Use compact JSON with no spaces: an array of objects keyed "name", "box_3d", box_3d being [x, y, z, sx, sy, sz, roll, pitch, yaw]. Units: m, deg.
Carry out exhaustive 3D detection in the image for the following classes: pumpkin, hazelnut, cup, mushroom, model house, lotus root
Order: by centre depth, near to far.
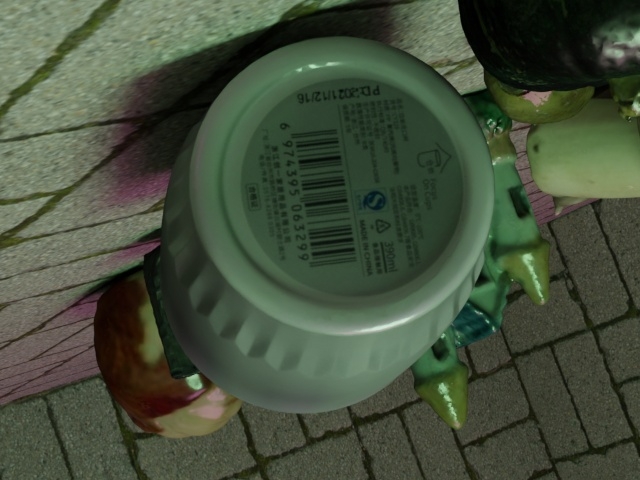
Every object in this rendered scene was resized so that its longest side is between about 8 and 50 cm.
[{"name":"pumpkin","box_3d":[0.183,-0.151,0.776,0.211,0.152,0.211,-15,172,-2]},{"name":"cup","box_3d":[0.000,0.000,1.019,0.253,0.253,0.371,-20,172,-9]},{"name":"lotus root","box_3d":[0.182,-0.144,1.112,0.077,0.090,0.183,-11,-179,25]},{"name":"mushroom","box_3d":[0.383,-0.102,1.311,0.336,0.314,0.314,3,-171,37]},{"name":"model house","box_3d":[0.112,0.038,1.373,0.267,0.325,0.194,-17,174,-31]},{"name":"hazelnut","box_3d":[-0.194,0.125,1.764,0.241,0.261,0.261,14,-165,34]}]

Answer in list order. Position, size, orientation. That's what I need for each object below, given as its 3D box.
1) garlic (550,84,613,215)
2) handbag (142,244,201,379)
[{"name":"garlic","box_3d":[0.409,-0.151,1.573,0.279,0.132,0.325,-14,168,-43]},{"name":"handbag","box_3d":[-0.087,0.053,1.522,0.270,0.175,0.088,-18,172,-35]}]
